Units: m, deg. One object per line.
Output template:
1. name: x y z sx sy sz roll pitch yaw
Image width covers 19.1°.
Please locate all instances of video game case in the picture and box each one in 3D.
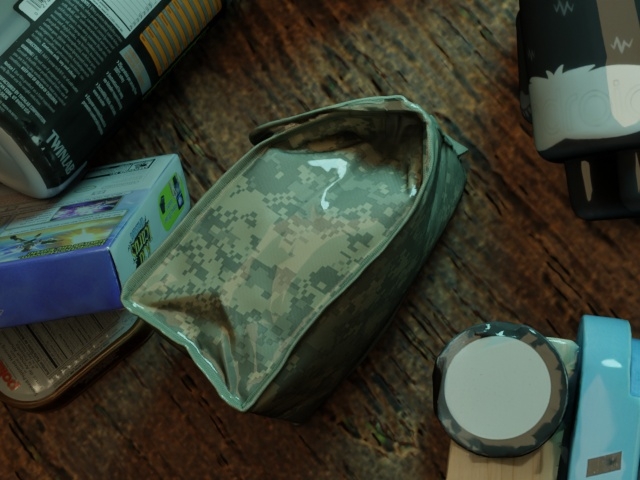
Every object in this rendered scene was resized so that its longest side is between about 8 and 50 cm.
1. video game case: -0.270 0.010 1.660 0.269 0.244 0.061 -9 108 13

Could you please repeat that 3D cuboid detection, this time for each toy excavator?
1. toy excavator: 0.293 0.285 1.497 0.445 0.222 0.433 6 83 7

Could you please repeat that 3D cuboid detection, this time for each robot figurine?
1. robot figurine: 0.257 -0.158 1.581 0.209 0.173 0.278 -7 87 14

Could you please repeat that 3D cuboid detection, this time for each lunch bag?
1. lunch bag: 0.000 0.000 1.591 0.169 0.235 0.287 42 92 14

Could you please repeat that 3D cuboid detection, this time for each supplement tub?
1. supplement tub: -0.208 -0.208 1.682 0.193 0.193 0.316 35 72 17

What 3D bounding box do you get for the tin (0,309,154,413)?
1. tin: -0.230 0.078 1.743 0.189 0.040 0.106 -40 69 5
